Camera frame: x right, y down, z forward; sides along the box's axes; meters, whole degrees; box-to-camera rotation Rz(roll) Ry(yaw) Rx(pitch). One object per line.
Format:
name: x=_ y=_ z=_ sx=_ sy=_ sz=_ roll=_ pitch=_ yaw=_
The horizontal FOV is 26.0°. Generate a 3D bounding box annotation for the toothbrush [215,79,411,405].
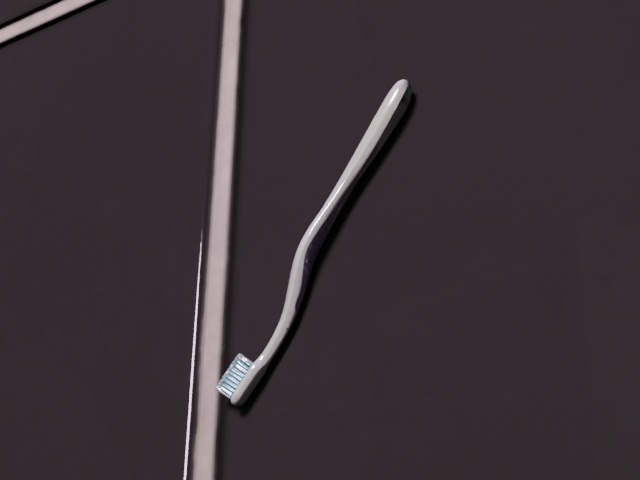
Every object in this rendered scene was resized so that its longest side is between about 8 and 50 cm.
toothbrush: x=0.000 y=0.000 z=0.494 sx=0.013 sy=0.011 sz=0.131 roll=28 pitch=84 yaw=22
